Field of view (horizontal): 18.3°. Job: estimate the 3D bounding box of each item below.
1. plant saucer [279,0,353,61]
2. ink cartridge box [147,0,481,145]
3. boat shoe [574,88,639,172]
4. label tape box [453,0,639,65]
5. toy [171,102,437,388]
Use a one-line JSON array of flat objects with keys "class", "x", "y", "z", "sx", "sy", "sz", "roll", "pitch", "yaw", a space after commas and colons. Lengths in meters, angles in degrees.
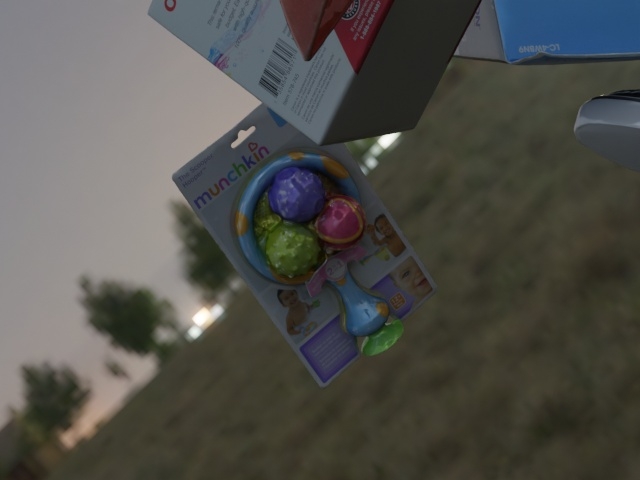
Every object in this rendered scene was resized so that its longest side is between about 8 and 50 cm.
[{"class": "plant saucer", "x": 0.053, "y": -0.273, "z": 1.175, "sx": 0.259, "sy": 0.048, "sz": 0.258, "roll": -56, "pitch": -9, "yaw": -41}, {"class": "ink cartridge box", "x": -0.004, "y": -0.170, "z": 1.386, "sx": 0.127, "sy": 0.176, "sz": 0.128, "roll": -15, "pitch": -41, "yaw": -54}, {"class": "boat shoe", "x": 0.362, "y": -0.102, "z": 1.624, "sx": 0.108, "sy": 0.301, "sz": 0.102, "roll": 62, "pitch": -143, "yaw": -68}, {"class": "label tape box", "x": 0.237, "y": -0.216, "z": 1.730, "sx": 0.249, "sy": 0.115, "sz": 0.348, "roll": -5, "pitch": 7, "yaw": -15}, {"class": "toy", "x": 0.000, "y": 0.000, "z": 1.642, "sx": 0.137, "sy": 0.237, "sz": 0.056, "roll": -40, "pitch": 28, "yaw": -12}]
